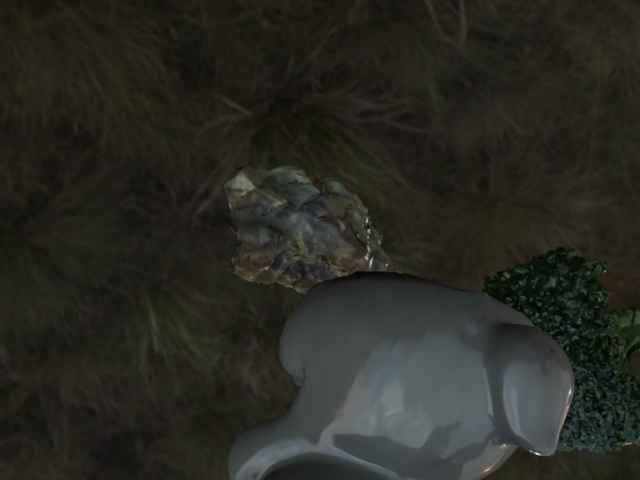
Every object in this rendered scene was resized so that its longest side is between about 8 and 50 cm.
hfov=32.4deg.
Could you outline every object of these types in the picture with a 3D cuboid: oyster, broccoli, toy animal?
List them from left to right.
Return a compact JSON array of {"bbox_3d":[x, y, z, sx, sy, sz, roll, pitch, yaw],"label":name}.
[{"bbox_3d":[0.003,-0.002,1.771,0.354,0.107,0.201,19,89,-32],"label":"oyster"},{"bbox_3d":[0.043,0.115,0.497,0.178,0.193,0.127,-16,145,37],"label":"toy animal"},{"bbox_3d":[0.254,0.099,1.028,0.194,0.220,0.194,-28,146,-21],"label":"broccoli"}]
